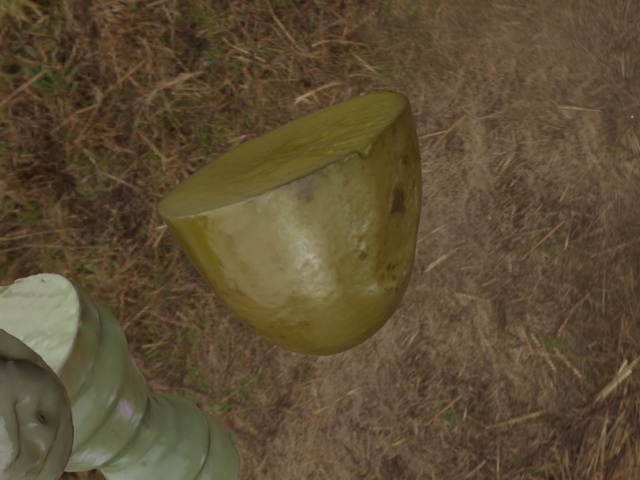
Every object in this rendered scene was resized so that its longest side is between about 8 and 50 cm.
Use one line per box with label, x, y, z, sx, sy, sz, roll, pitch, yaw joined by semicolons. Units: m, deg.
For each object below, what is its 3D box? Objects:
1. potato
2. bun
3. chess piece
potato;0.000;0.000;0.509;0.178;0.203;0.158;-18;113;12
bun;-0.274;0.138;0.459;0.231;0.133;0.231;0;131;0
chess piece;-0.287;0.254;1.016;0.234;0.442;0.234;-16;49;19
